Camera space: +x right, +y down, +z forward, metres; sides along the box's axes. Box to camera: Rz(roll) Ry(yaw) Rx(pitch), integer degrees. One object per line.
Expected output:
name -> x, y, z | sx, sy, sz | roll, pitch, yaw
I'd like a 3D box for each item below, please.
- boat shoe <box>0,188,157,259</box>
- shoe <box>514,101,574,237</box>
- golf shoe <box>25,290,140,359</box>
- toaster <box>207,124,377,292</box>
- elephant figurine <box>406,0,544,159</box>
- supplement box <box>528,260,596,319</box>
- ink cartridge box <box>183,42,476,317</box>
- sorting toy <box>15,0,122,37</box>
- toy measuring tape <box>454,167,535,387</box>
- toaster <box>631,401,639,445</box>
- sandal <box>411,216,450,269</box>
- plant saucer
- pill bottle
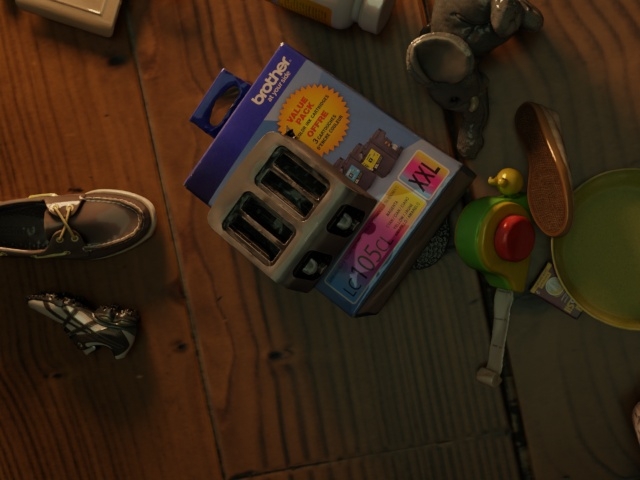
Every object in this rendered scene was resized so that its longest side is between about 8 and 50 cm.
boat shoe -> -0.432, -0.023, 1.558 | 0.324, 0.097, 0.116 | -2, 92, 11
shoe -> 0.340, -0.105, 1.396 | 0.076, 0.058, 0.219 | -36, 54, 50
golf shoe -> -0.399, 0.139, 1.569 | 0.198, 0.077, 0.093 | 14, 95, 11
toaster -> -0.044, -0.046, 1.302 | 0.186, 0.110, 0.168 | 40, 98, 16
elephant figurine -> 0.201, -0.272, 1.411 | 0.239, 0.169, 0.186 | -53, 53, 24
supplement box -> 0.363, 0.075, 1.439 | 0.083, 0.043, 0.055 | 31, 96, 7
ink cartridge box -> -0.011, -0.104, 1.432 | 0.395, 0.151, 0.270 | 37, 96, 17
sorting toy -> -0.389, -0.448, 1.561 | 0.348, 0.047, 0.196 | 19, 100, 10
toy measuring tape -> 0.246, 0.053, 1.421 | 0.121, 0.121, 0.330 | 10, 94, 10
toaster -> 0.544, 0.311, 1.375 | 0.146, 0.129, 0.227 | -18, 91, 15
sandal -> 0.172, -0.040, 1.477 | 0.067, 0.040, 0.179 | 12, 84, 6
plant saucer -> 0.457, 0.014, 1.400 | 0.241, 0.037, 0.241 | -1, 78, 3
pill bottle -> 0.008, -0.392, 1.451 | 0.208, 0.117, 0.117 | 23, 96, 9
